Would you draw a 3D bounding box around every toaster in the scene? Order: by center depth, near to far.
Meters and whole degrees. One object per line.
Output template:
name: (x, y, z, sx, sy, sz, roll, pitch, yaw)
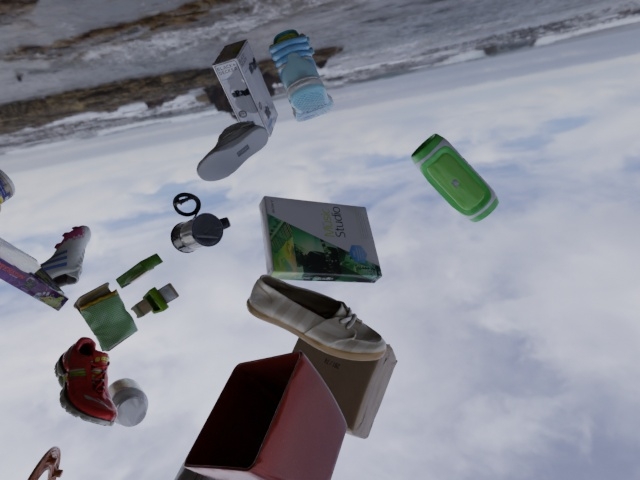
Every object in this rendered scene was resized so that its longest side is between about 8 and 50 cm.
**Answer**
toaster: (-0.390, 0.784, 1.431, 0.227, 0.129, 0.146, -25, -149, 39)

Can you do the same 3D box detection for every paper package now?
paper package: (0.053, 0.470, 1.551, 0.325, 0.168, 0.309, 11, -118, 31)

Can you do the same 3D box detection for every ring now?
ring: (-0.750, 0.716, 1.175, 0.032, 0.336, 0.336, 17, -164, -9)

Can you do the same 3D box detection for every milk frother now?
milk frother: (-0.315, -0.053, 1.140, 0.135, 0.143, 0.129, -13, -153, 50)

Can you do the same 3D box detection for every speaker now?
speaker: (0.427, -0.197, 1.444, 0.131, 0.296, 0.131, -45, -173, 7)

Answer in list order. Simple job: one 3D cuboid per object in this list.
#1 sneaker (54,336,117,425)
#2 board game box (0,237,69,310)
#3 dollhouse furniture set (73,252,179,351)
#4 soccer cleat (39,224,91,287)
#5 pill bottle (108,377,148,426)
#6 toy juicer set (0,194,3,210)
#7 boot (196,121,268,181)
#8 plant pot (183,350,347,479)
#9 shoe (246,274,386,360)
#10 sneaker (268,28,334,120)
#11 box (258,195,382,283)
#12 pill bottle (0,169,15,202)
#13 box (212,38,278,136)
sneaker: (-0.543, 0.321, 1.068, 0.279, 0.107, 0.118, 32, -96, 40)
board game box: (-0.837, 0.064, 1.239, 0.347, 0.208, 0.056, 23, -107, 42)
dollhouse furniture set: (-0.637, 0.203, 1.536, 0.151, 0.197, 0.301, -30, -173, 23)
soccer cleat: (-0.881, 0.081, 1.590, 0.143, 0.116, 0.331, 23, -137, -2)
pill bottle: (-0.720, 0.606, 1.688, 0.137, 0.136, 0.246, -22, -171, -29)
toy juicer set: (-0.662, -0.082, 0.799, 0.090, 0.328, 0.209, 4, -162, 20)
boot: (-0.291, -0.281, 1.409, 0.258, 0.095, 0.123, -37, -137, -21)
plant pot: (-0.097, 0.447, 1.041, 0.267, 0.235, 0.267, -24, -151, 42)
shoe: (-0.003, 0.113, 0.664, 0.219, 0.058, 0.076, 21, -158, 3)
sneaker: (-0.053, -0.461, 1.267, 0.127, 0.208, 0.319, -20, -179, 1)
box: (0.000, 0.000, 1.243, 0.323, 0.232, 0.058, 3, 149, -25)
pill bottle: (-0.802, -0.094, 1.035, 0.094, 0.094, 0.169, -2, -142, 27)
box: (-0.248, -0.507, 1.548, 0.087, 0.289, 0.169, -10, -140, 17)
